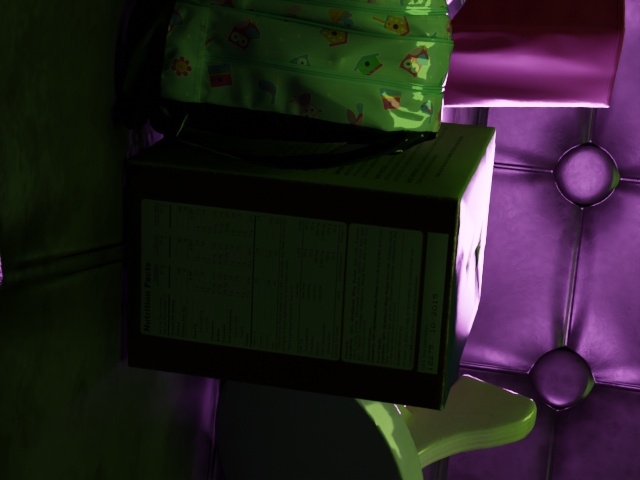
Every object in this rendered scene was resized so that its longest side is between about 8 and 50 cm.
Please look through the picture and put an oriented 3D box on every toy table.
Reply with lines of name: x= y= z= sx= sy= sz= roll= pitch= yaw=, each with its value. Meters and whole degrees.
toy table: x=0.031 y=0.145 z=1.084 sx=0.161 sy=0.252 sz=0.274 roll=-50 pitch=161 yaw=-41

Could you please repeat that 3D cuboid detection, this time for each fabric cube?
fabric cube: x=0.231 y=-0.321 z=1.616 sx=0.254 sy=0.258 sz=0.259 roll=59 pitch=33 yaw=-73

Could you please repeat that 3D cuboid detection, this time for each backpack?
backpack: x=-0.013 y=-0.108 z=0.792 sx=0.152 sy=0.182 sz=0.115 roll=-46 pitch=143 yaw=-70

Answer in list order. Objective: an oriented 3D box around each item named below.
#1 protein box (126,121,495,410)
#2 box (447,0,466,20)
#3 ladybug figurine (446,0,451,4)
protein box: x=0.000 y=0.000 z=0.873 sx=0.200 sy=0.201 sz=0.136 roll=-52 pitch=147 yaw=-69
box: x=0.075 y=-0.206 z=1.265 sx=0.175 sy=0.051 sz=0.220 roll=-52 pitch=174 yaw=3
ladybug figurine: x=0.042 y=-0.375 z=0.879 sx=0.305 sy=0.162 sz=0.449 roll=4 pitch=95 yaw=-64
